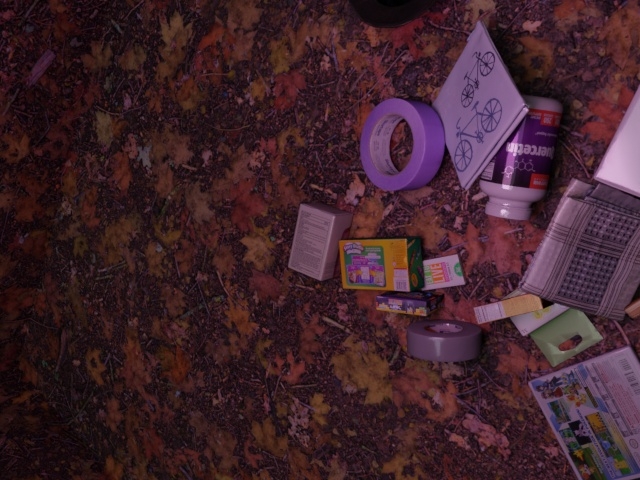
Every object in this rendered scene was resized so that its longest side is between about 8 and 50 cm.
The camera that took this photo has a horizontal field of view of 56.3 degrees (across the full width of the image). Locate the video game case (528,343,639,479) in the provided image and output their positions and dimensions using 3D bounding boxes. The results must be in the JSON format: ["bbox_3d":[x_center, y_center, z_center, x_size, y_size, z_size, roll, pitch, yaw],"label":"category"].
[{"bbox_3d":[0.779,0.485,1.625,0.300,0.036,0.329,-32,79,32],"label":"video game case"}]

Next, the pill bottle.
[{"bbox_3d":[0.534,-0.224,1.617,0.182,0.181,0.322,13,103,32],"label":"pill bottle"}]

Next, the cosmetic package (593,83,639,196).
[{"bbox_3d":[0.828,-0.321,1.381,0.162,0.230,0.453,30,110,28],"label":"cosmetic package"}]

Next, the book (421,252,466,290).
[{"bbox_3d":[0.373,0.099,1.857,0.144,0.035,0.096,-13,92,33],"label":"book"}]

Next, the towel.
[{"bbox_3d":[0.700,0.030,1.503,0.312,0.056,0.324,18,106,-8],"label":"towel"}]

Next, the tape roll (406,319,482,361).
[{"bbox_3d":[0.365,0.293,1.769,0.219,0.219,0.072,2,96,34],"label":"tape roll"}]

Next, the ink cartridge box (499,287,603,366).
[{"bbox_3d":[0.642,0.221,1.676,0.171,0.056,0.235,-42,71,30],"label":"ink cartridge box"}]

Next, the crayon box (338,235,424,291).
[{"bbox_3d":[0.190,0.073,1.920,0.278,0.081,0.165,-1,95,43],"label":"crayon box"}]

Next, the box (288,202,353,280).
[{"bbox_3d":[0.000,0.000,2.036,0.149,0.127,0.232,21,107,31],"label":"box"}]

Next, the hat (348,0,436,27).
[{"bbox_3d":[0.242,-0.765,1.779,0.331,0.134,0.331,-3,82,20],"label":"hat"}]

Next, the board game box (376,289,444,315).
[{"bbox_3d":[0.280,0.189,1.862,0.170,0.141,0.048,3,98,33],"label":"board game box"}]

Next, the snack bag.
[{"bbox_3d":[0.418,-0.365,1.633,0.323,0.037,0.342,115,149,-50],"label":"snack bag"}]

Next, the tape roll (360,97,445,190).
[{"bbox_3d":[0.243,-0.288,1.815,0.275,0.090,0.274,6,98,52],"label":"tape roll"}]

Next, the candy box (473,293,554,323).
[{"bbox_3d":[0.531,0.181,1.647,0.187,0.109,0.053,-20,80,35],"label":"candy box"}]

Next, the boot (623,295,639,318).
[{"bbox_3d":[0.910,0.187,1.456,0.262,0.095,0.203,-29,80,18],"label":"boot"}]
